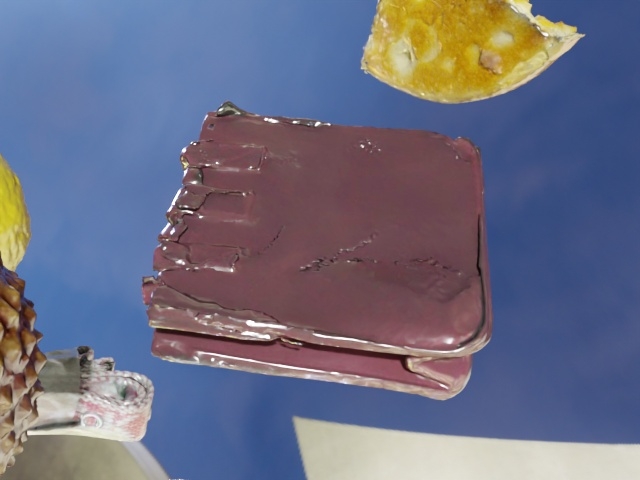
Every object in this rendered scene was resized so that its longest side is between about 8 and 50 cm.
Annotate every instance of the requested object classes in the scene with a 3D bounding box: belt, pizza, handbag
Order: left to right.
[{"bbox_3d":[-0.236,0.110,0.564,0.071,0.232,0.053,-131,-131,-60],"label":"belt"},{"bbox_3d":[0.000,0.002,0.534,0.216,0.074,0.203,6,-136,-1],"label":"handbag"},{"bbox_3d":[0.089,-0.157,0.561,0.041,0.131,0.178,-36,-166,-36],"label":"pizza"}]

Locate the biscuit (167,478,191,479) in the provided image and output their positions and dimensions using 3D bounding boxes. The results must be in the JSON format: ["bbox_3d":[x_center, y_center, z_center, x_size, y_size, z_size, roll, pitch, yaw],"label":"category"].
[{"bbox_3d":[-0.301,0.540,1.416,0.208,0.041,0.290,-7,-150,29],"label":"biscuit"}]

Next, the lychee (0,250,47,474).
[{"bbox_3d":[-0.240,0.070,0.427,0.188,0.188,0.188,-17,-120,33],"label":"lychee"}]

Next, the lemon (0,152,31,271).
[{"bbox_3d":[-0.361,-0.013,0.694,0.192,0.231,0.192,11,-67,27],"label":"lemon"}]
